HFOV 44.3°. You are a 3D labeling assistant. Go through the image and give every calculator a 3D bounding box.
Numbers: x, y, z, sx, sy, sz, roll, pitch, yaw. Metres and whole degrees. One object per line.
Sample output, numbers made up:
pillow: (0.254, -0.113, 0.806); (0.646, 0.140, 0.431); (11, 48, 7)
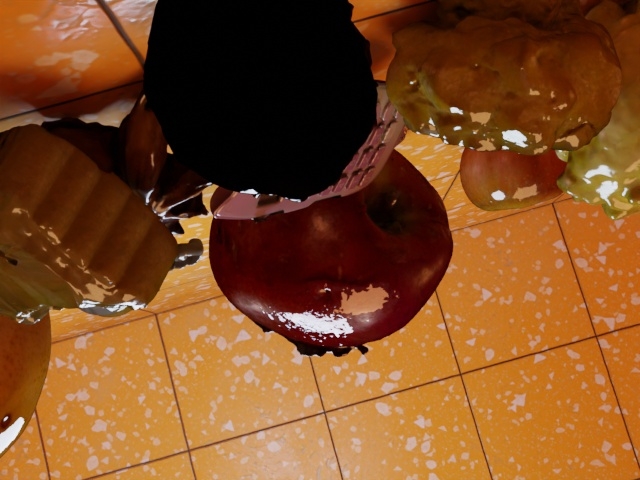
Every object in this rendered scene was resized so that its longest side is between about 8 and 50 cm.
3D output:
calculator: (0.000, -0.116, 0.958); (0.294, 0.043, 0.194); (-14, 141, -41)

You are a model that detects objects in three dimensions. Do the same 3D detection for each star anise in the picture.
star anise: (-0.257, -0.080, 0.972); (0.237, 0.148, 0.346); (14, 160, -26)

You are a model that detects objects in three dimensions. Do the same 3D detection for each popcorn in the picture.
popcorn: (0.451, -0.178, 1.064); (0.312, 0.312, 0.312); (-15, 171, -3)

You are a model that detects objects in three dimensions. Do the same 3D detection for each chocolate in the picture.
chocolate: (-0.037, -0.162, 0.761); (0.206, 0.224, 0.177); (-20, -167, 24)

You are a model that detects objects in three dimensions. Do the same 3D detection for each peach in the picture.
peach: (0.000, 0.000, 1.304); (0.353, 0.339, 0.416); (30, 151, -20)

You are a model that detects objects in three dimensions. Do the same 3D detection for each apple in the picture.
apple: (0.367, -0.148, 1.495); (0.210, 0.173, 0.235); (-16, -179, -26)

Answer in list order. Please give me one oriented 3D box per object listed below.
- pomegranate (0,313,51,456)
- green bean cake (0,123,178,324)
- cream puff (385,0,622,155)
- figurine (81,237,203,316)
pomegranate: (-0.575, 0.143, 1.082); (0.416, 0.417, 0.417); (-15, 171, -3)
green bean cake: (-0.307, 0.002, 0.860); (0.236, 0.124, 0.233); (-11, 137, 39)
cream puff: (0.213, -0.213, 0.899); (0.281, 0.185, 0.282); (1, -152, 0)
figurine: (-0.396, 0.056, 1.435); (0.342, 0.167, 0.285); (3, 166, 12)
